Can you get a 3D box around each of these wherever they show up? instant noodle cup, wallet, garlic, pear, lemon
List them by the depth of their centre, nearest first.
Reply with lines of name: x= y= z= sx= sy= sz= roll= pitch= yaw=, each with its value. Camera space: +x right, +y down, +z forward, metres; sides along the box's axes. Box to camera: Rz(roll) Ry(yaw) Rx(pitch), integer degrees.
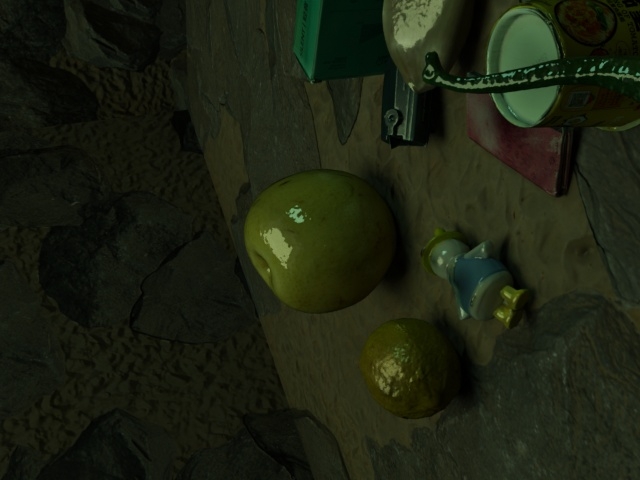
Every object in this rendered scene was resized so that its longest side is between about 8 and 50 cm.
instant noodle cup: x=0.290 y=-0.209 z=0.731 sx=0.182 sy=0.144 sz=0.182 roll=168 pitch=90 yaw=-71
wallet: x=0.288 y=-0.163 z=0.931 sx=0.232 sy=0.025 sz=0.119 roll=-126 pitch=20 yaw=-52
garlic: x=0.183 y=-0.400 z=0.982 sx=0.143 sy=0.112 sz=0.318 roll=33 pitch=130 yaw=33
lemon: x=0.180 y=0.254 z=1.252 sx=0.231 sy=0.192 sz=0.192 roll=-134 pitch=37 yaw=-56
pear: x=0.000 y=0.000 z=1.429 sx=0.348 sy=0.349 sz=0.348 roll=168 pitch=90 yaw=-71

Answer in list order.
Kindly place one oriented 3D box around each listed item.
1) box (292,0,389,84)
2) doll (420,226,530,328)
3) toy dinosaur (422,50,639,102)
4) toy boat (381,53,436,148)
box: x=0.069 y=-0.457 z=1.131 sx=0.311 sy=0.205 sz=0.118 roll=98 pitch=155 yaw=-46
doll: x=0.253 y=0.056 z=1.072 sx=0.135 sy=0.099 sz=0.241 roll=64 pitch=174 yaw=-37
toy dinosaur: x=0.313 y=-0.104 z=0.565 sx=0.301 sy=0.087 sz=0.447 roll=-40 pitch=68 yaw=24
toy boat: x=0.167 y=-0.287 z=1.143 sx=0.093 sy=0.103 sz=0.246 roll=9 pitch=98 yaw=45
